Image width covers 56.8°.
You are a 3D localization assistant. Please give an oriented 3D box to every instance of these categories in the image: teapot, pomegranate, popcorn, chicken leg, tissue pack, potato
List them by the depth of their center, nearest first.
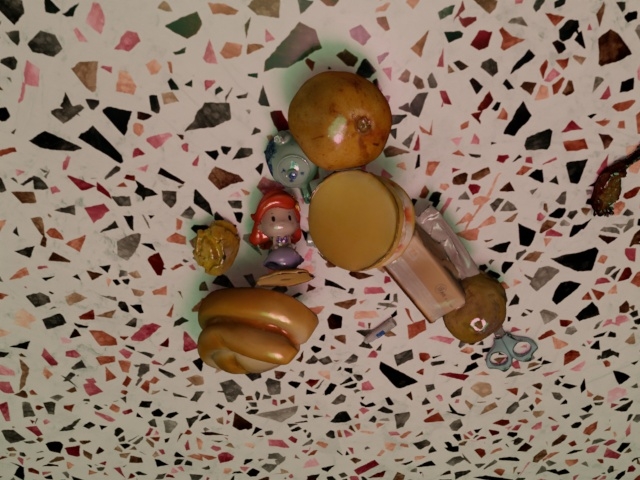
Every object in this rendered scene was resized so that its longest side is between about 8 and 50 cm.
[{"bbox_3d":[0.042,-0.300,1.495,0.265,0.264,0.264,-1,123,-2],"label":"pomegranate"},{"bbox_3d":[-0.073,-0.204,1.614,0.159,0.159,0.231,-20,122,10],"label":"teapot"},{"bbox_3d":[0.868,-0.177,1.732,0.106,0.051,0.253,13,121,-18],"label":"chicken leg"},{"bbox_3d":[0.314,0.049,1.762,0.239,0.238,0.305,-32,118,17],"label":"tissue pack"},{"bbox_3d":[-0.310,0.022,1.763,0.149,0.152,0.167,11,102,-50],"label":"popcorn"},{"bbox_3d":[0.480,0.214,1.841,0.230,0.266,0.229,2,117,3],"label":"potato"}]

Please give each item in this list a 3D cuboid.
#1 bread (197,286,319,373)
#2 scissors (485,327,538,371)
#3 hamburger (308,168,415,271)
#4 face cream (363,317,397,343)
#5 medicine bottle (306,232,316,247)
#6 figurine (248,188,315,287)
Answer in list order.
[{"bbox_3d":[-0.200,0.285,1.812,0.329,0.245,0.424,15,158,-39],"label":"bread"},{"bbox_3d":[0.624,0.326,2.064,0.191,0.029,0.360,-26,121,16],"label":"scissors"},{"bbox_3d":[0.099,-0.059,1.577,0.303,0.186,0.260,17,99,23],"label":"hamburger"},{"bbox_3d":[0.203,0.313,2.034,0.130,0.034,0.034,-38,117,21],"label":"face cream"},{"bbox_3d":[0.000,0.000,1.810,0.083,0.047,0.047,2,123,-5],"label":"medicine bottle"},{"bbox_3d":[-0.125,-0.001,1.713,0.181,0.256,0.208,-12,162,14],"label":"figurine"}]
